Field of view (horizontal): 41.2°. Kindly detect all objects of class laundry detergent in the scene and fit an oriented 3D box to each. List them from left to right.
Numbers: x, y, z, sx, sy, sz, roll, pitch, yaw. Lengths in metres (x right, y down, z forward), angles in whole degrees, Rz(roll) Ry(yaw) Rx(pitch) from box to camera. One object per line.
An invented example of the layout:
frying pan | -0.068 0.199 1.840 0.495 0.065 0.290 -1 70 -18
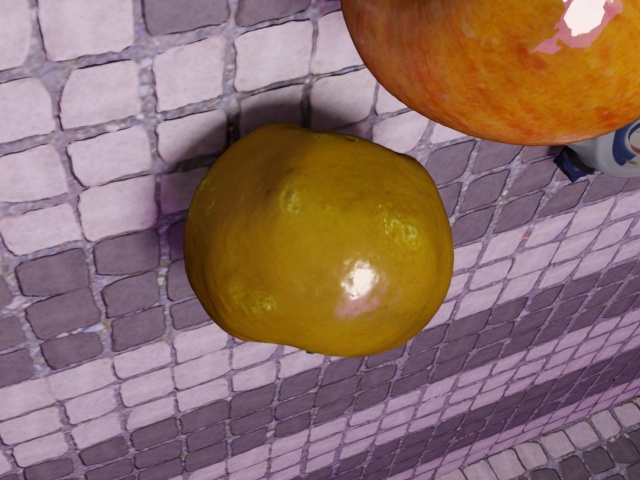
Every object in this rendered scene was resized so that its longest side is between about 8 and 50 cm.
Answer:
laundry detergent | 0.371 -0.164 1.039 0.215 0.105 0.280 16 147 -22

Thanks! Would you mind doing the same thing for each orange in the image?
orange | 0.000 0.000 0.870 0.279 0.235 0.279 6 177 0

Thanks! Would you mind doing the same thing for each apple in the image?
apple | 0.168 -0.211 0.642 0.275 0.299 0.299 19 126 -41
